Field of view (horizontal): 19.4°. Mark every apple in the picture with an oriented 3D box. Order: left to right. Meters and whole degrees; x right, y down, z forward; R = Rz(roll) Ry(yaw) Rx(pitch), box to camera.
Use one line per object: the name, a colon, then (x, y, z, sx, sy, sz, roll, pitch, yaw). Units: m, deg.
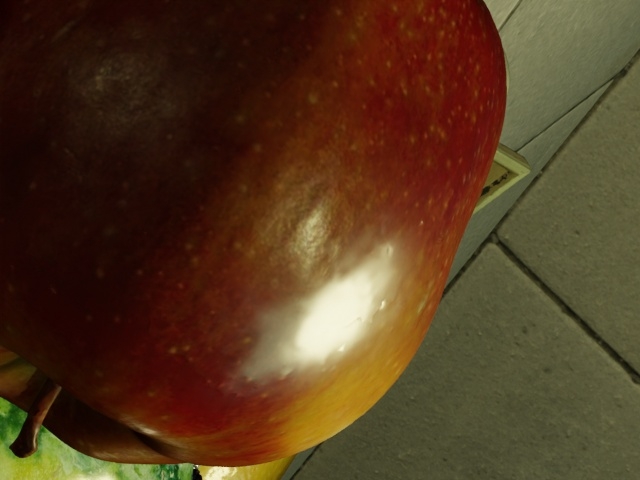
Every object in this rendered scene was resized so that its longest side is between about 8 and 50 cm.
apple: (-0.064, -0.039, 0.892, 0.317, 0.288, 0.288, -57, 173, -13)

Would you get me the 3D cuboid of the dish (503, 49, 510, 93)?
dish: (0.084, -0.097, 1.754, 0.256, 0.117, 0.256, -44, 170, -10)

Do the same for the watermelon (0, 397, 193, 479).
watermelon: (-0.184, 0.158, 1.379, 0.305, 0.180, 0.224, 19, 77, -58)

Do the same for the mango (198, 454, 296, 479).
mango: (-0.119, 0.236, 2.072, 0.365, 0.182, 0.253, -44, 170, -9)

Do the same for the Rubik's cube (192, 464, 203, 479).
Rubik's cube: (-0.196, 0.168, 1.891, 0.178, 0.211, 0.190, -66, -157, 2)

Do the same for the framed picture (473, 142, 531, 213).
framed picture: (0.000, 0.000, 1.648, 0.335, 0.022, 0.247, -38, 150, 18)
